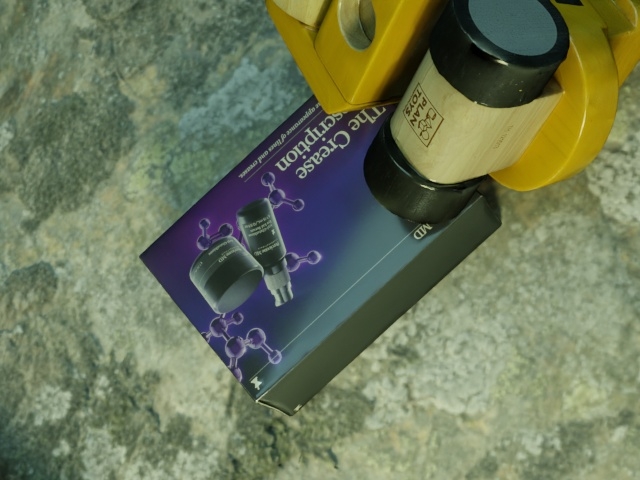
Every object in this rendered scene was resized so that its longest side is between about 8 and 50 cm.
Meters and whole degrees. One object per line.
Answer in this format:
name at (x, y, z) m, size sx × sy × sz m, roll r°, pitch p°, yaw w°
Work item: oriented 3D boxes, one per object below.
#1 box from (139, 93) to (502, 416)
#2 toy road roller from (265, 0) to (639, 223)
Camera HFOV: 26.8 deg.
box at (0.000, 0.000, 1.197) m, size 0.261 × 0.103 × 0.184 m, roll -43°, pitch 69°, yaw 3°
toy road roller at (0.123, -0.189, 1.103) m, size 0.241 × 0.202 × 0.329 m, roll -16°, pitch 62°, yaw -31°
